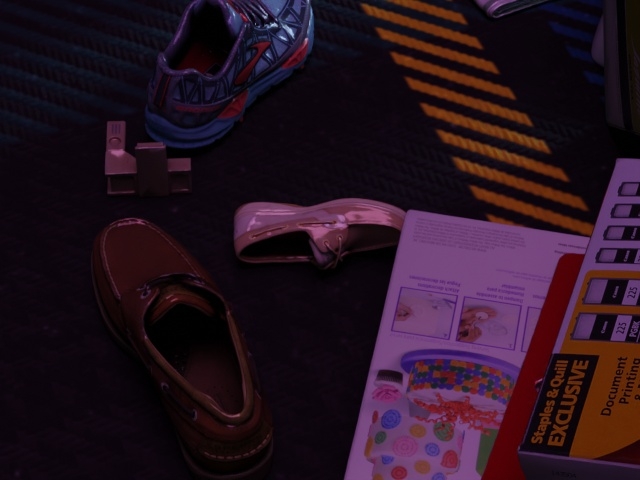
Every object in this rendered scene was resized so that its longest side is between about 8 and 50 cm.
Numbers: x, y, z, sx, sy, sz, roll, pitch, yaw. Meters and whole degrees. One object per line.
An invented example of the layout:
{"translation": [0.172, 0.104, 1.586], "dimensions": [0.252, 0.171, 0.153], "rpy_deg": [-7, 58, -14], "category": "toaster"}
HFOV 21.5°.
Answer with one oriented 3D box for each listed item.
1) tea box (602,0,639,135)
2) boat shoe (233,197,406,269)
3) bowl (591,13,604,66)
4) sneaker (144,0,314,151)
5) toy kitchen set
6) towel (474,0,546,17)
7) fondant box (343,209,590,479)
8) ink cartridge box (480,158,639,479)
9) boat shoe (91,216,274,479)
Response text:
{"translation": [0.400, -0.261, 1.558], "dimensions": [0.220, 0.329, 0.323], "rpy_deg": [-4, 10, -3], "category": "tea box"}
{"translation": [0.000, 0.000, 1.587], "dimensions": [0.170, 0.063, 0.059], "rpy_deg": [-2, 51, 10], "category": "boat shoe"}
{"translation": [0.370, -0.233, 1.798], "dimensions": [0.142, 0.053, 0.142], "rpy_deg": [16, 50, 15], "category": "bowl"}
{"translation": [-0.084, -0.207, 1.720], "dimensions": [0.104, 0.125, 0.262], "rpy_deg": [22, 52, 17], "category": "sneaker"}
{"translation": [-0.170, -0.093, 1.657], "dimensions": [0.083, 0.068, 0.075], "rpy_deg": [-2, 49, -3], "category": "toy kitchen set"}
{"translation": [0.200, -0.313, 1.885], "dimensions": [0.113, 0.023, 0.152], "rpy_deg": [-19, 52, -18], "category": "towel"}
{"translation": [0.162, 0.137, 1.443], "dimensions": [0.238, 0.096, 0.330], "rpy_deg": [9, 48, 7], "category": "fondant box"}
{"translation": [0.266, 0.087, 1.297], "dimensions": [0.272, 0.130, 0.309], "rpy_deg": [3, 47, 25], "category": "ink cartridge box"}
{"translation": [-0.119, 0.073, 1.488], "dimensions": [0.111, 0.104, 0.307], "rpy_deg": [-22, 53, -19], "category": "boat shoe"}
